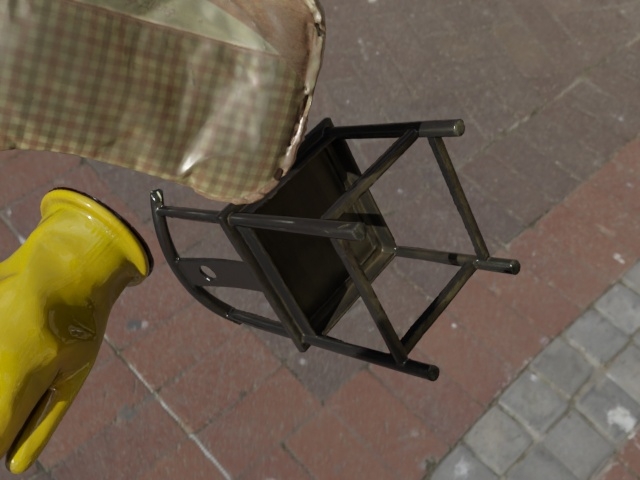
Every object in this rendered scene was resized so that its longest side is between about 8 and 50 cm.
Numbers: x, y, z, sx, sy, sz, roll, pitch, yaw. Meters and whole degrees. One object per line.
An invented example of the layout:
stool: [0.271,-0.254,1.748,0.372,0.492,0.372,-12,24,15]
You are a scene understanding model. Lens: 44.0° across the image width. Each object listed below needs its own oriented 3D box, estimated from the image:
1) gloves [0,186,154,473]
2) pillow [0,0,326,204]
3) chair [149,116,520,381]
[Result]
gloves: [-0.271,0.095,0.656,0.133,0.116,0.294,23,55,14]
pillow: [-0.101,-0.096,0.419,0.211,0.135,0.034,9,12,-23]
chair: [0.000,0.000,0.634,0.260,0.155,0.141,8,44,49]
